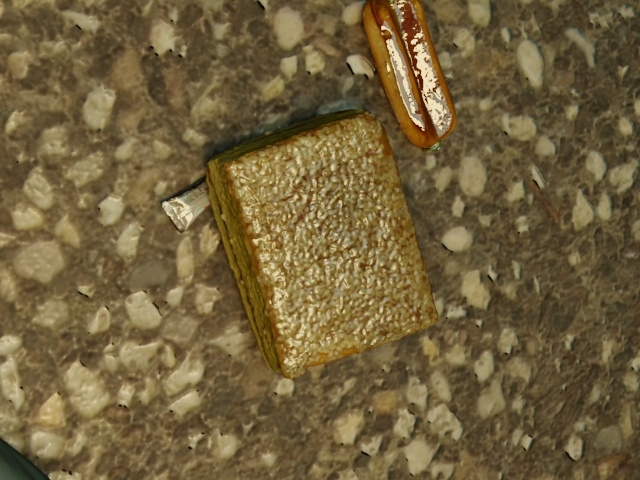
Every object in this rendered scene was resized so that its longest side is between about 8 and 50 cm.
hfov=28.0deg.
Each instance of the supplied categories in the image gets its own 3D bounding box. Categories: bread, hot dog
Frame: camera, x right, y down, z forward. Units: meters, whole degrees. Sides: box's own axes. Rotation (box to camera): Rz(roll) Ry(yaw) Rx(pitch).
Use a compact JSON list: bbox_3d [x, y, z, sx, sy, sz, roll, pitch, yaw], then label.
[{"bbox_3d":[0.000,0.000,1.281,0.184,0.110,0.234,-20,103,-22],"label":"bread"},{"bbox_3d":[0.091,-0.184,1.358,0.072,0.055,0.188,-23,100,-27],"label":"hot dog"}]

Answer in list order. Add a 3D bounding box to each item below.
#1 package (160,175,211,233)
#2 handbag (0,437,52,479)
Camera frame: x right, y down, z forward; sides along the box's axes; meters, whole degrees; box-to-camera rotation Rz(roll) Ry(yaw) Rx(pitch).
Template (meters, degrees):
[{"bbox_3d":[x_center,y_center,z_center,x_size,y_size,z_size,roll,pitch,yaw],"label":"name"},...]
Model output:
[{"bbox_3d":[-0.108,-0.052,1.286,0.110,0.015,0.037,-37,106,-21],"label":"package"},{"bbox_3d":[-0.334,0.285,1.070,0.241,0.222,0.263,45,71,-24],"label":"handbag"}]
